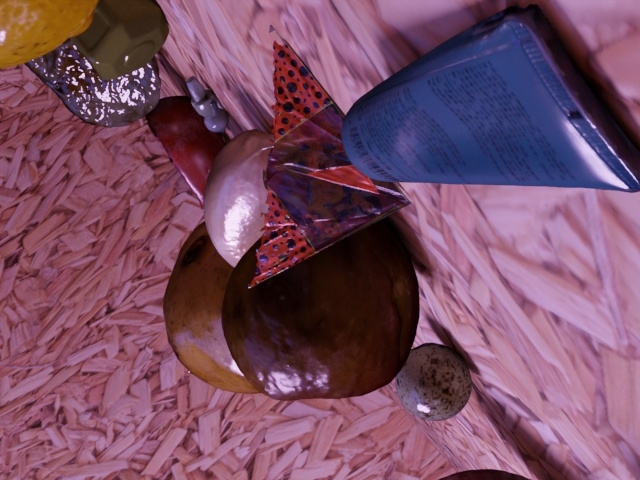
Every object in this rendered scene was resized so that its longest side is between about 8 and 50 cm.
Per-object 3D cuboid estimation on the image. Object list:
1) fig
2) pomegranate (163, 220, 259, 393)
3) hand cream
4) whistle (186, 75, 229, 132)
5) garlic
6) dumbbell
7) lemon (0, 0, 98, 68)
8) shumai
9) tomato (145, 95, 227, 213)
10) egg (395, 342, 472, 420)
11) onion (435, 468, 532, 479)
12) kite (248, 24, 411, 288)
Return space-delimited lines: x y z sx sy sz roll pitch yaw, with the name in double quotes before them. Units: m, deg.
"fig" 0.003 0.028 0.787 0.190 0.190 0.290 48 157 21
"pomegranate" -0.084 0.078 1.276 0.281 0.281 0.281 49 174 7
"hand cream" 0.060 -0.054 0.414 0.083 0.048 0.224 51 168 -14
"whistle" -0.155 -0.184 1.240 0.035 0.035 0.100 44 170 45
"garlic" -0.057 -0.042 1.064 0.164 0.145 0.245 9 151 28
"dumbbell" -0.315 -0.336 1.120 0.302 0.121 0.108 50 -157 8
"lemon" -0.294 -0.268 0.711 0.260 0.260 0.284 47 172 30
"shumai" -0.352 -0.315 1.417 0.256 0.189 0.218 53 -165 -34
"tomato" -0.203 -0.154 1.516 0.228 0.101 0.228 58 176 6
"egg" 0.126 0.156 1.021 0.085 0.085 0.110 52 -170 -14
"onion" 0.194 0.434 1.022 0.348 0.348 0.385 48 176 19
"kite" 0.009 -0.043 0.690 0.125 0.222 0.008 16 -152 15
